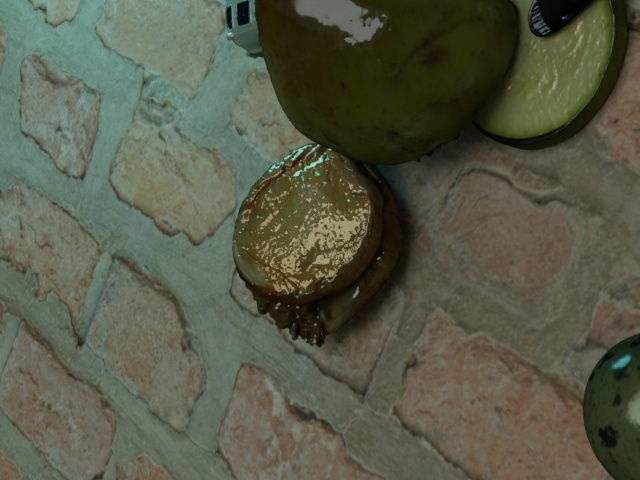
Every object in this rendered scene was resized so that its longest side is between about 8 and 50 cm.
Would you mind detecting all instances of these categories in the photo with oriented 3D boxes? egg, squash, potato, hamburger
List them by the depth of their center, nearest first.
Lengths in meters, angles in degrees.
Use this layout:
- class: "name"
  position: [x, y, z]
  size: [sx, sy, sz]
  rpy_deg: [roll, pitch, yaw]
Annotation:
- class: "egg"
  position: [0.380, 0.201, 1.497]
  size: [0.177, 0.177, 0.228]
  rpy_deg: [-50, 63, 26]
- class: "potato"
  position: [0.080, -0.266, 1.801]
  size: [0.280, 0.212, 0.330]
  rpy_deg: [19, 92, 36]
- class: "squash"
  position: [0.278, -0.239, 1.804]
  size: [0.252, 0.049, 0.252]
  rpy_deg: [-10, 75, 43]
- class: "hamburger"
  position: [0.000, 0.000, 1.965]
  size: [0.243, 0.146, 0.286]
  rpy_deg: [-4, 70, 39]

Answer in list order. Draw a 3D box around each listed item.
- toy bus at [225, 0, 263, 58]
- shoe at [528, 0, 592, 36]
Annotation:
- class: "toy bus"
  position: [-0.015, -0.365, 2.073]
  size: [0.276, 0.133, 0.165]
  rpy_deg: [-6, 75, 46]
- class: "shoe"
  position: [0.305, -0.311, 1.723]
  size: [0.159, 0.053, 0.062]
  rpy_deg: [-34, 63, 31]
